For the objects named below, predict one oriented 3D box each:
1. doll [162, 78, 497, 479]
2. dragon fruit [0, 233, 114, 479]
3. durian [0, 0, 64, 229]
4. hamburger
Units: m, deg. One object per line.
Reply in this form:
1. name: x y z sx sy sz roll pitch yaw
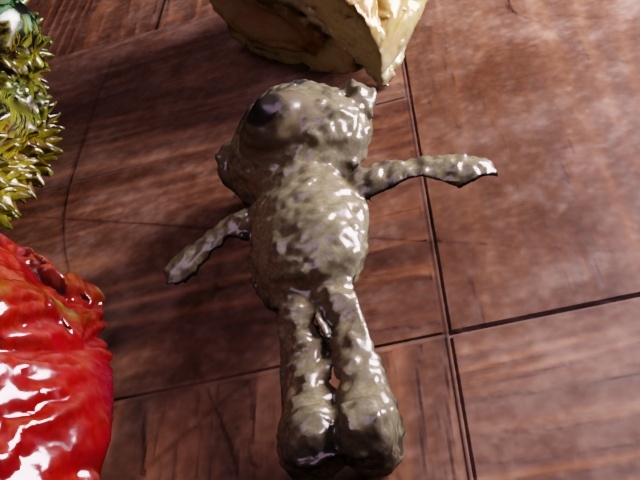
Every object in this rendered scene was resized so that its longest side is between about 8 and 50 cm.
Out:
1. doll: -0.015 0.005 0.523 0.202 0.091 0.286 -6 51 35
2. dragon fruit: -0.263 0.086 0.476 0.240 0.302 0.330 -33 11 32
3. durian: -0.331 -0.104 0.637 0.224 0.291 0.291 -9 40 29
4. hamburger: 0.010 -0.230 0.730 0.155 0.135 0.207 -39 45 -17
